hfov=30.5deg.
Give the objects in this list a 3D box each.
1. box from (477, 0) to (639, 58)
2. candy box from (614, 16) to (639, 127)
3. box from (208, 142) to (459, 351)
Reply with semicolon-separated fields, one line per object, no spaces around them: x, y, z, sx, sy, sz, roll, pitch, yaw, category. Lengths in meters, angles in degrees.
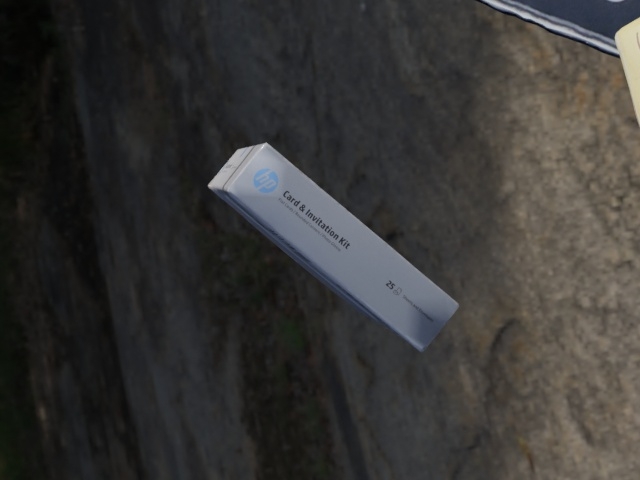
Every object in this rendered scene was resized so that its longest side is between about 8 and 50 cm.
0.257;-0.298;0.639;0.212;0.293;0.395;25;112;21;box
0.249;-0.042;0.305;0.316;0.087;0.183;-28;65;41;candy box
0.000;0.000;0.734;0.145;0.038;0.186;40;176;-8;box
